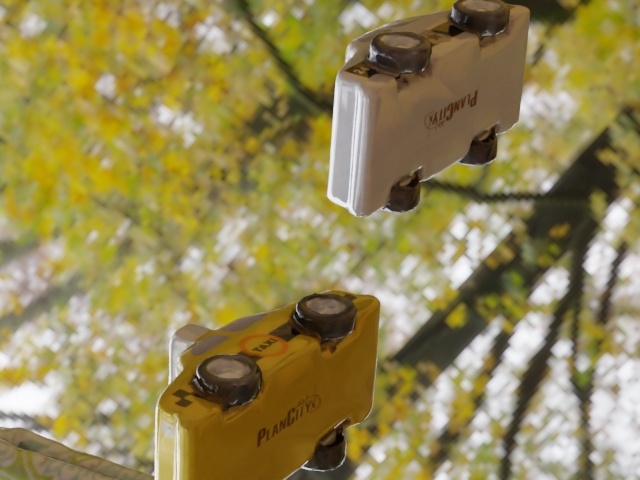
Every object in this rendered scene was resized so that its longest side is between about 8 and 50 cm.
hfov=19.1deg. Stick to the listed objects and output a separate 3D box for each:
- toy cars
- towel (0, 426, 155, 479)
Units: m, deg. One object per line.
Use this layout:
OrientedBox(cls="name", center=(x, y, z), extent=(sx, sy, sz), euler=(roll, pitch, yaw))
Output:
OrientedBox(cls="toy cars", center=(0.000, 0.000, 1.096), extent=(0.087, 0.394, 0.176), euler=(19, 160, 28))
OrientedBox(cls="towel", center=(-0.191, 0.344, 1.605), extent=(0.374, 0.321, 0.090), euler=(17, -168, 12))
